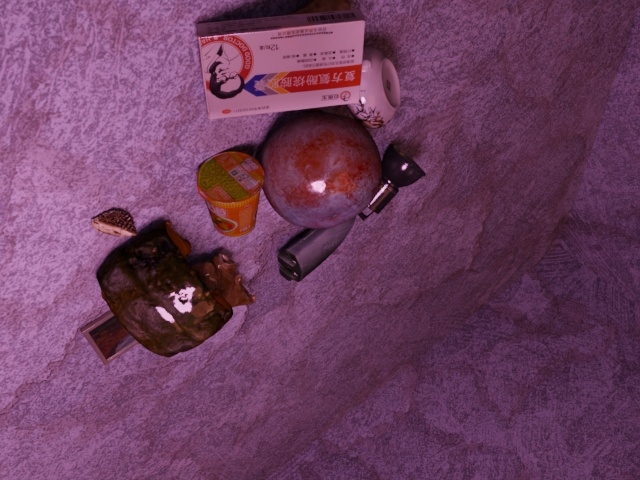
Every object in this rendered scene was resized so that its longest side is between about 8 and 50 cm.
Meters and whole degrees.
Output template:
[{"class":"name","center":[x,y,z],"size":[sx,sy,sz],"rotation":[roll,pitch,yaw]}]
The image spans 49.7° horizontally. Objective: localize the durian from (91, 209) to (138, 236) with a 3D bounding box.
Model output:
[{"class":"durian","center":[-0.474,-0.041,1.614],"size":[0.066,0.052,0.130],"rotation":[-16,156,27]}]

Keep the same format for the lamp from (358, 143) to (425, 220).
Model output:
[{"class":"lamp","center":[0.204,-0.175,2.191],"size":[0.227,0.147,0.172],"rotation":[-47,173,17]}]

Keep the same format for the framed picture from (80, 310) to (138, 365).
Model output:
[{"class":"framed picture","center":[-0.508,0.221,1.875],"size":[0.250,0.016,0.184],"rotation":[-33,146,-20]}]

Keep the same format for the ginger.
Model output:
[{"class":"ginger","center":[-0.290,0.135,1.939],"size":[0.270,0.123,0.218],"rotation":[-2,124,-53]}]

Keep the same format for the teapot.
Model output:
[{"class":"teapot","center":[0.110,-0.402,1.785],"size":[0.300,0.166,0.208],"rotation":[28,70,-46]}]

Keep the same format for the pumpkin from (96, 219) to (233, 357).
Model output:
[{"class":"pumpkin","center":[-0.374,0.127,1.696],"size":[0.225,0.303,0.256],"rotation":[-40,172,0]}]

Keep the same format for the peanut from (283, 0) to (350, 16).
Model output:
[{"class":"peanut","center":[-0.030,-0.487,1.574],"size":[0.229,0.098,0.103],"rotation":[-35,144,-14]}]

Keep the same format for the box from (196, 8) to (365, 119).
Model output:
[{"class":"box","center":[-0.084,-0.386,1.520],"size":[0.353,0.069,0.214],"rotation":[-7,138,-8]}]

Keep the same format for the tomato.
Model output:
[{"class":"tomato","center":[-0.003,-0.181,1.770],"size":[0.317,0.282,0.316],"rotation":[-11,155,-5]}]

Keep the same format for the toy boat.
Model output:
[{"class":"toy boat","center":[0.000,0.000,2.172],"size":[0.319,0.092,0.141],"rotation":[-39,148,-26]}]

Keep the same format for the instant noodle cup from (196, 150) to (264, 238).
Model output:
[{"class":"instant noodle cup","center":[-0.222,-0.102,1.738],"size":[0.168,0.168,0.185],"rotation":[-32,153,-22]}]
